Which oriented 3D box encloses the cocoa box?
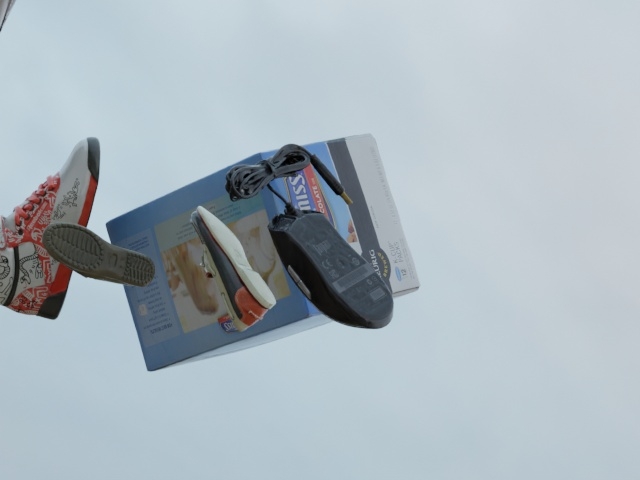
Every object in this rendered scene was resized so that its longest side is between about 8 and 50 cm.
[{"bbox_3d":[-0.085,0.021,2.350,0.347,0.228,0.231,-21,-97,44],"label":"cocoa box"}]

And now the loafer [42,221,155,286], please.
[{"bbox_3d":[-0.277,0.024,2.111,0.148,0.056,0.050,26,-23,-20],"label":"loafer"}]

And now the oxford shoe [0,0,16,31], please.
[{"bbox_3d":[-0.335,-0.267,1.700,0.130,0.132,0.363,13,-63,-26],"label":"oxford shoe"}]

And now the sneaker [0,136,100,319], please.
[{"bbox_3d":[-0.398,-0.027,2.360,0.145,0.270,0.090,14,17,-14],"label":"sneaker"}]

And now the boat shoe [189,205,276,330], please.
[{"bbox_3d":[-0.092,0.025,1.647,0.049,0.043,0.137,20,31,-57],"label":"boat shoe"}]

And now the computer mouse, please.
[{"bbox_3d":[0.000,0.000,2.091,0.262,0.184,0.060,47,-55,4],"label":"computer mouse"}]
